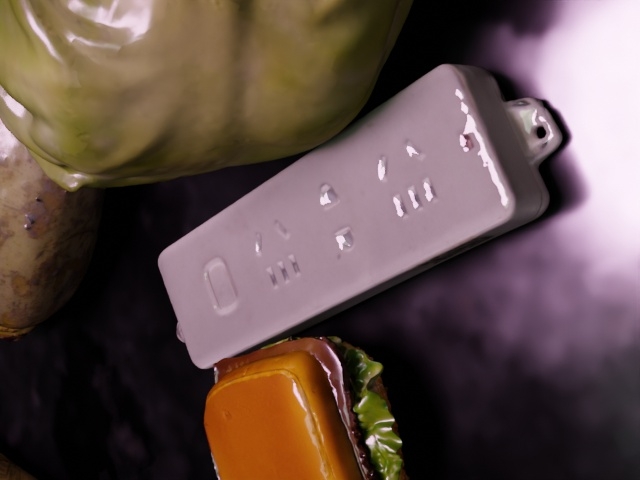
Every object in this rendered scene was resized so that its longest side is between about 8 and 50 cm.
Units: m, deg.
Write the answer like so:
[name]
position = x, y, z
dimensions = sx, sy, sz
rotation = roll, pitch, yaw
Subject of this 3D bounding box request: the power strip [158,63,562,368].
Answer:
[power strip]
position = 0.000, 0.000, 0.567
dimensions = 0.338, 0.058, 0.098
rotation = -30, 77, 38

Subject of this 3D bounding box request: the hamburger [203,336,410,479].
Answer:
[hamburger]
position = 0.002, 0.143, 0.564
dimensions = 0.137, 0.087, 0.165
rotation = -18, 85, 38

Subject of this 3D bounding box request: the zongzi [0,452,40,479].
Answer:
[zongzi]
position = -0.342, 0.216, 0.850
dimensions = 0.204, 0.094, 0.205
rotation = -40, 70, 31

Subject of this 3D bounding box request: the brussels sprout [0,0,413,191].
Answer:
[brussels sprout]
position = -0.086, -0.178, 0.500
dimensions = 0.328, 0.247, 0.328
rotation = 13, 110, 40

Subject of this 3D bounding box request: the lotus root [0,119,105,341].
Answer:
[lotus root]
position = -0.258, -0.033, 0.720
dimensions = 0.173, 0.173, 0.309
rotation = 36, 124, 30
